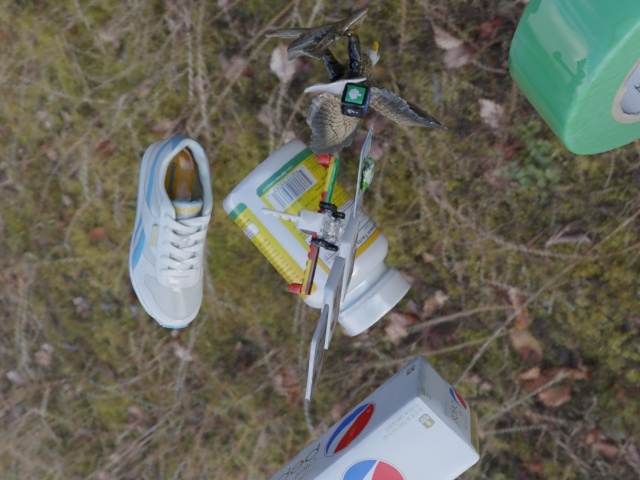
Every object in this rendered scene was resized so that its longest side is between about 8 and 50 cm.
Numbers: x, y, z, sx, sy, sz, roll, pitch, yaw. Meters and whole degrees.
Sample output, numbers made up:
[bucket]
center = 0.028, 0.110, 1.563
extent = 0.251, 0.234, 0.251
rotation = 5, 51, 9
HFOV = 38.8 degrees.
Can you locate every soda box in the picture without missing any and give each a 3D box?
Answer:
[soda box]
center = 0.020, 0.188, 0.697
extent = 0.069, 0.074, 0.216
rotation = 44, 108, -7

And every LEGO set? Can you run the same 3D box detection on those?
[LEGO set]
center = 0.001, -0.009, 0.780
extent = 0.060, 0.182, 0.244
rotation = 12, 131, 8

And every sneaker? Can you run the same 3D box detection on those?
[sneaker]
center = -0.172, -0.010, 1.066
extent = 0.092, 0.088, 0.228
rotation = -3, 89, 63

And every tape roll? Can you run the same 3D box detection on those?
[tape roll]
center = 0.294, -0.194, 0.674
extent = 0.077, 0.321, 0.321
rotation = 56, 138, 19

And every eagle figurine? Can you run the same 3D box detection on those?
[eagle figurine]
center = 0.072, -0.259, 1.593
extent = 0.226, 0.225, 0.298
rotation = 36, 159, 50

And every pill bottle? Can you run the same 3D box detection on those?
[pill bottle]
center = 0.000, 0.000, 1.007
extent = 0.208, 0.117, 0.117
rotation = 48, 136, -2
